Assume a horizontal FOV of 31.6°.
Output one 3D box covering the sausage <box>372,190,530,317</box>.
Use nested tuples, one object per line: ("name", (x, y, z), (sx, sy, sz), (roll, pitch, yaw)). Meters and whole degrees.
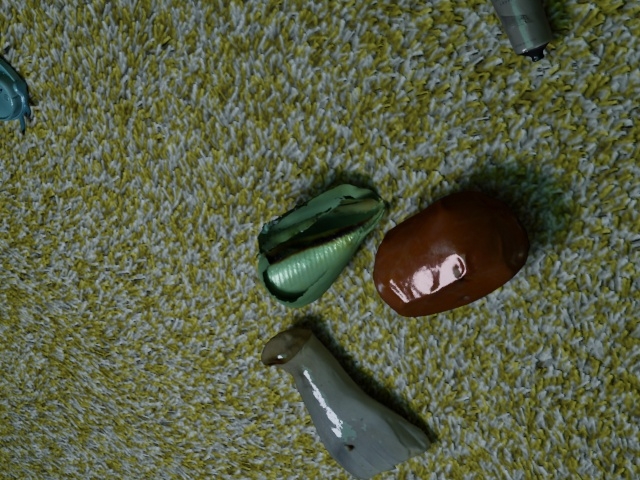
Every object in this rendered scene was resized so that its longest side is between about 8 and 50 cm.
("sausage", (0.190, 0.026, 1.723), (0.268, 0.153, 0.141), (-28, 59, 41))

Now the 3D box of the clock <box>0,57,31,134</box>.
("clock", (-0.594, -0.270, 2.133), (0.147, 0.045, 0.108), (43, 133, 3))

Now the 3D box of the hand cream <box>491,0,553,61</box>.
("hand cream", (0.262, -0.331, 1.533), (0.087, 0.054, 0.186), (-19, 99, 36))

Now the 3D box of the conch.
("conch", (-0.018, 0.001, 1.855), (0.143, 0.137, 0.251), (40, 131, 8))

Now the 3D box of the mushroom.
("mushroom", (0.036, 0.284, 2.025), (0.159, 0.122, 0.329), (-40, 94, 6))
